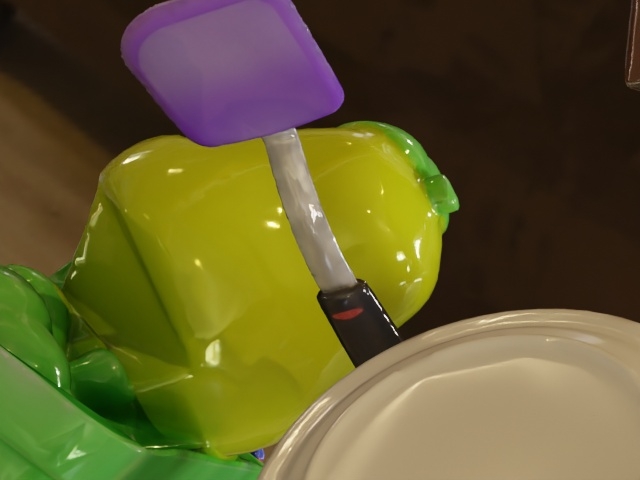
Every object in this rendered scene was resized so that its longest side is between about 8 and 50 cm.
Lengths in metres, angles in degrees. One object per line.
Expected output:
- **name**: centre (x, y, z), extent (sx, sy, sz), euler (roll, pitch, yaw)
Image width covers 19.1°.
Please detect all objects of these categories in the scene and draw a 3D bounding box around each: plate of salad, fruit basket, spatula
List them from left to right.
- **fruit basket**: centre (-0.123, 0.043, 1.018), extent (0.283, 0.392, 0.392), euler (35, 41, 12)
- **spatula**: centre (0.000, 0.000, 0.890), extent (0.084, 0.296, 0.030), euler (-15, 34, 19)
- **plate of salad**: centre (0.066, 0.102, 0.727), extent (0.199, 0.048, 0.200), euler (-14, 37, 11)

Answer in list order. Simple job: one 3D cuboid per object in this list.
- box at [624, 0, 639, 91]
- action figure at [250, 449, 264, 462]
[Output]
- **box**: centre (0.288, -0.145, 1.029), extent (0.167, 0.168, 0.203), euler (3, -6, 36)
- **action figure**: centre (-0.049, 0.108, 1.238), extent (0.030, 0.038, 0.115), euler (-7, 61, 27)
